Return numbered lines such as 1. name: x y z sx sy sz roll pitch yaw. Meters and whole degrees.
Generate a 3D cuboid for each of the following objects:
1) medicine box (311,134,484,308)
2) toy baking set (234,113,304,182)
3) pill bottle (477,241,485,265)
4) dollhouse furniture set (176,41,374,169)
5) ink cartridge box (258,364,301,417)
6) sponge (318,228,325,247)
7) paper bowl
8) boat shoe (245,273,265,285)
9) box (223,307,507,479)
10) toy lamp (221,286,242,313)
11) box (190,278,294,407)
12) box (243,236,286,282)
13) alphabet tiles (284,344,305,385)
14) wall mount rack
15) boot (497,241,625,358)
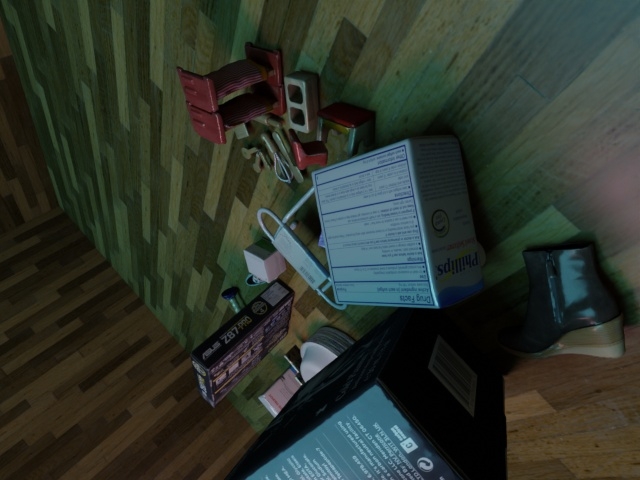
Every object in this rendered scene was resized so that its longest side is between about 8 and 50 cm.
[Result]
1. medicine box: 0.139 -0.027 0.860 0.263 0.149 0.289 -7 95 52
2. toy baking set: -0.136 -0.250 1.168 0.256 0.030 0.197 26 142 33
3. pill bottle: 0.265 0.053 0.924 0.086 0.086 0.152 49 146 3
4. dollhouse furniture set: -0.094 -0.281 0.928 0.374 0.201 0.152 28 140 32
5. ink cartridge box: -0.130 0.624 1.828 0.148 0.203 0.086 49 146 3
6. sponge: 0.099 -0.011 1.033 0.210 0.031 0.117 21 106 23
7. paper bowl: 0.045 0.445 1.505 0.284 0.148 0.284 32 142 29
8. boat shoe: -0.212 0.126 1.579 0.184 0.063 0.066 -13 111 54
9. box: 0.106 0.410 0.944 0.297 0.480 0.472 47 112 7
10. toy lamp: -0.330 0.329 1.903 0.080 0.080 0.275 6 124 47
11. box: -0.260 0.358 1.558 0.097 0.395 0.318 34 144 20
12. box: -0.181 0.063 1.460 0.101 0.087 0.102 25 138 34
13. alphabet tiles: -0.036 0.492 1.633 0.009 0.198 0.237 -43 84 16
14. wall mount rack: 0.000 0.000 1.163 0.350 0.130 0.304 48 150 5
15. boot: 0.416 0.111 0.831 0.248 0.090 0.207 -17 96 56
